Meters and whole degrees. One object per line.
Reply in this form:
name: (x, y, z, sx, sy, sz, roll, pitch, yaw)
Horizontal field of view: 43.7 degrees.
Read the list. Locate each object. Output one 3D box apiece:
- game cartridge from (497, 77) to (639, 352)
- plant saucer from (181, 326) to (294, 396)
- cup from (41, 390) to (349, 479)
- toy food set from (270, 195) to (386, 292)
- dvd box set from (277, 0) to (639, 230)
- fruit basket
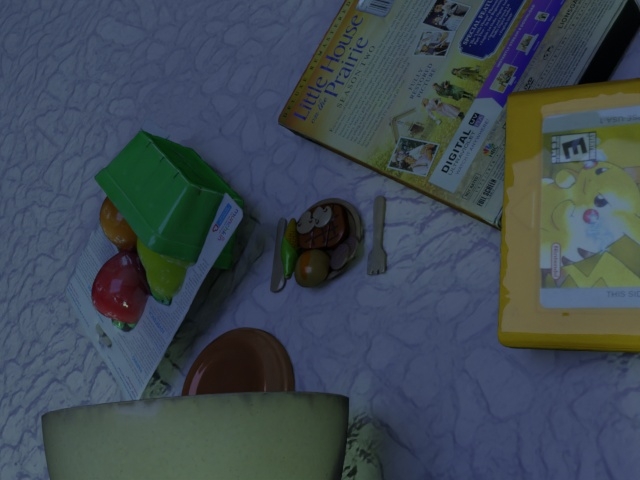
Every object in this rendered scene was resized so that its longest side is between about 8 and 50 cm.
game cartridge: (0.341, -0.032, 0.785, 0.324, 0.053, 0.285, -3, 74, 30)
plant saucer: (-0.124, 0.214, 1.098, 0.200, 0.037, 0.200, -17, 61, 33)
cup: (-0.125, 0.296, 0.848, 0.331, 0.331, 0.236, -15, 71, 33)
toy food set: (0.000, 0.000, 1.093, 0.192, 0.038, 0.132, -13, 63, 34)
dvd box set: (0.156, -0.217, 1.053, 0.420, 0.062, 0.307, 30, 90, 43)
fruit basket: (-0.269, 0.027, 1.252, 0.327, 0.165, 0.353, 43, 114, 43)
